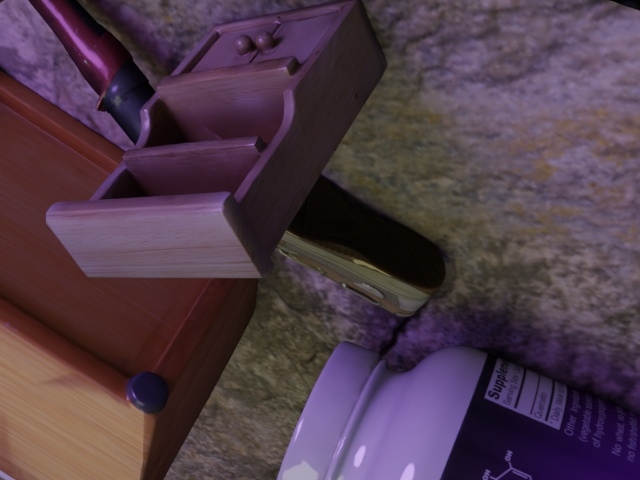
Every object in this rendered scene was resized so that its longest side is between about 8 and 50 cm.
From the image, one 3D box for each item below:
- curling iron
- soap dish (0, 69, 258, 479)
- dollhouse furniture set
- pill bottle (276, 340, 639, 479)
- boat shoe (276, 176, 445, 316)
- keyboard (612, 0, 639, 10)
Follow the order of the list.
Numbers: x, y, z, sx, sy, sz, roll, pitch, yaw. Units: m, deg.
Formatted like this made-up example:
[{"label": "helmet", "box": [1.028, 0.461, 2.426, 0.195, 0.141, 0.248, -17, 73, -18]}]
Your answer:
[{"label": "curling iron", "box": [-0.125, -0.088, 0.521, 0.035, 0.068, 0.274, -32, 104, 36]}, {"label": "soap dish", "box": [-0.187, 0.017, 0.590, 0.291, 0.229, 0.118, 34, 125, -5]}, {"label": "dollhouse furniture set", "box": [-0.083, -0.123, 0.402, 0.212, 0.161, 0.242, -2, 132, 34]}, {"label": "pill bottle", "box": [0.139, 0.181, 0.584, 0.322, 0.181, 0.181, 21, 141, 11]}, {"label": "boat shoe", "box": [0.001, -0.001, 0.574, 0.153, 0.056, 0.048, 26, 138, -7]}, {"label": "keyboard", "box": [0.140, -0.131, 0.370, 0.192, 0.038, 0.100, 22, 165, 9]}]
